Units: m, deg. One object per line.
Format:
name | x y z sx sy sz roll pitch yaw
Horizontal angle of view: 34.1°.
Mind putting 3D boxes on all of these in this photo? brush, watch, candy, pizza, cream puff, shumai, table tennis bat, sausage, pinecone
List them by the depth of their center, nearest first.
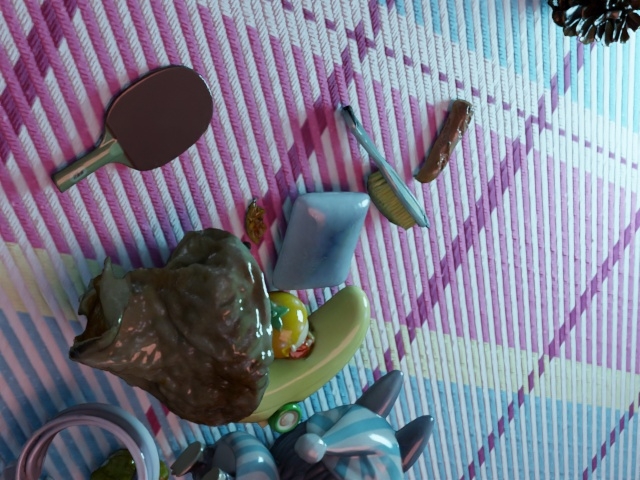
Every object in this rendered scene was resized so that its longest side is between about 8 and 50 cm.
table tennis bat | -0.254 -0.143 1.413 0.246 0.022 0.138 -35 134 -13
shumai | -0.226 0.153 1.469 0.262 0.267 0.314 -16 123 -29
watch | -0.347 0.376 1.588 0.231 0.196 0.244 -40 91 -2
pizza | -0.098 -0.029 1.608 0.037 0.016 0.083 -22 130 -30
pinecone | 0.445 -0.378 1.637 0.163 0.165 0.163 -11 129 -14
candy | 0.000 0.000 1.660 0.138 0.071 0.174 -3 125 -32
brush | 0.089 -0.103 1.667 0.060 0.068 0.297 -27 133 13
cream puff | -0.306 0.415 1.716 0.146 0.116 0.146 -19 128 -27
sausage | 0.205 -0.160 1.719 0.158 0.042 0.036 -61 171 19

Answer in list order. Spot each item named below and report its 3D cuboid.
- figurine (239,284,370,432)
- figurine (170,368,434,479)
figurine | -0.061 0.174 1.713 0.324 0.124 0.222 -37 132 -8
figurine | -0.003 0.359 1.838 0.361 0.266 0.377 38 85 -31
